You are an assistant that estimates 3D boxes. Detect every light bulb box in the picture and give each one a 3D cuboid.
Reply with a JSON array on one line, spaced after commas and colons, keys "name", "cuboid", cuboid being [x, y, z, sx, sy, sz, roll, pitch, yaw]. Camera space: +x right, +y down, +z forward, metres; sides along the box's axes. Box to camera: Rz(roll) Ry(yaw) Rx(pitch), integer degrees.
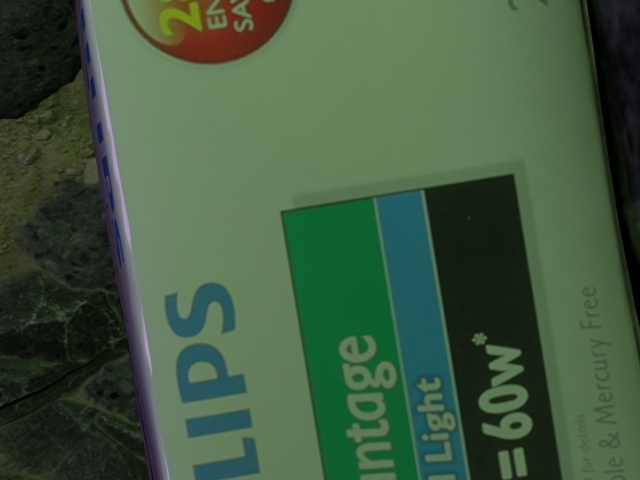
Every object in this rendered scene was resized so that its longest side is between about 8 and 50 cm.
[{"name": "light bulb box", "cuboid": [0.000, 0.000, 0.791, 0.361, 0.225, 0.357, 177, 84, -80]}]
